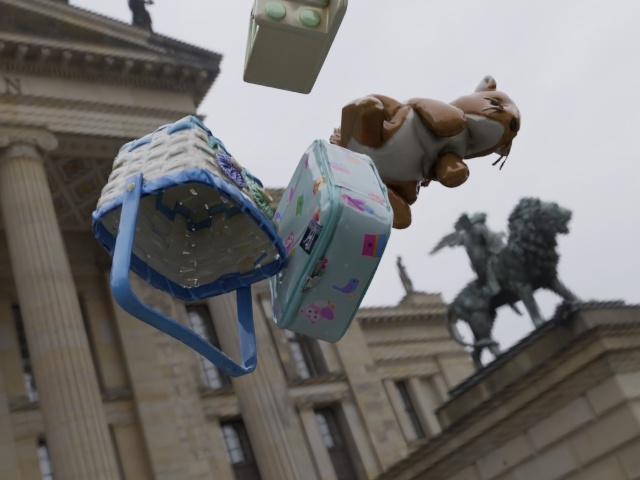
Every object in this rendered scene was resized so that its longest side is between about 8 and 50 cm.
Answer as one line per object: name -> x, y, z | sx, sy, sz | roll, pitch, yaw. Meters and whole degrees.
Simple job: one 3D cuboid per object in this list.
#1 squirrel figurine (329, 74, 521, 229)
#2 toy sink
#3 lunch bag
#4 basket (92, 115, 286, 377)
squirrel figurine -> 0.233, -0.229, 1.927 | 0.370, 0.281, 0.397 | -24, 12, -14
toy sink -> -0.046, -0.374, 1.435 | 0.131, 0.153, 0.234 | 9, -26, -13
lunch bag -> 0.000, 0.000, 1.220 | 0.107, 0.279, 0.224 | 21, -66, -16
basket -> -0.165, 0.004, 1.113 | 0.201, 0.289, 0.255 | -18, -36, 23
